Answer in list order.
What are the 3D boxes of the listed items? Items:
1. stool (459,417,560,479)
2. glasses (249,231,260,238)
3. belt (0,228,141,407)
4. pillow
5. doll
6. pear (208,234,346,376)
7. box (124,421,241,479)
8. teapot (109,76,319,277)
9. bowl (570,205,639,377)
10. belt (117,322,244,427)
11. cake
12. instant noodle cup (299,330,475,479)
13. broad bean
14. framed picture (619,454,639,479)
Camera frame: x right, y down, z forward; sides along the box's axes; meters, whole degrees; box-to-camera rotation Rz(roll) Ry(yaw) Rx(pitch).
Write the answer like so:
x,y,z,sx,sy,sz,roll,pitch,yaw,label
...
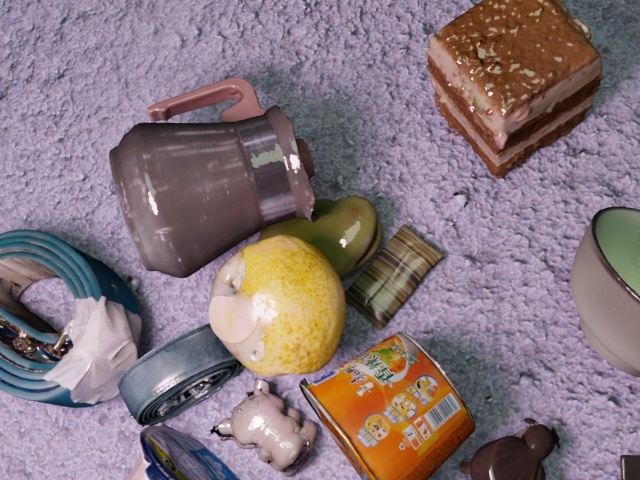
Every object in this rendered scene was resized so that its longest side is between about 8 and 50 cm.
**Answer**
x,y,z,sx,sy,sz,roll,pitch,yaw,label
0.346,0.408,1.379,0.125,0.121,0.217,49,58,2,stool
-0.238,-0.067,1.647,0.255,0.095,0.162,-10,100,5,glasses
-0.557,0.155,1.545,0.436,0.173,0.300,30,85,25,belt
0.147,0.072,1.550,0.113,0.038,0.203,38,84,18,pillow
-0.102,0.371,1.478,0.192,0.095,0.149,34,84,14,doll
-0.074,0.126,1.402,0.271,0.271,0.271,-3,74,9,pear
-0.288,0.503,1.386,0.262,0.291,0.206,36,93,14,box
-0.204,-0.137,1.472,0.361,0.305,0.376,-17,64,-8,teapot
0.588,0.122,1.351,0.354,0.354,0.185,39,127,17,bowl
-0.263,0.252,1.480,0.267,0.206,0.116,-31,71,-9,belt
0.384,-0.323,1.498,0.282,0.290,0.256,-34,73,-5,cake
0.130,0.319,1.371,0.214,0.296,0.296,-34,71,-11,instant noodle cup
0.000,0.000,1.564,0.263,0.121,0.189,-10,63,19,broad bean
0.701,0.513,1.316,0.347,0.016,0.265,1,74,1,framed picture
